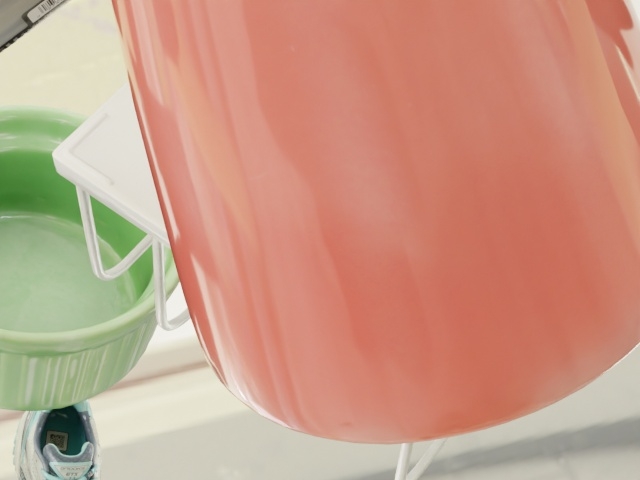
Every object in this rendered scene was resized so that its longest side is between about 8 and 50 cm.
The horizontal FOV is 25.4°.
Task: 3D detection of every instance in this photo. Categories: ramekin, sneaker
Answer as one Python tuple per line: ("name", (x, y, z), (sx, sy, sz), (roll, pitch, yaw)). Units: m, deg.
("ramekin", (-0.289, 0.022, 1.408), (0.303, 0.303, 0.148), (-2, -40, -19))
("sneaker", (-0.286, 0.280, 1.534), (0.110, 0.283, 0.122), (3, -37, -22))

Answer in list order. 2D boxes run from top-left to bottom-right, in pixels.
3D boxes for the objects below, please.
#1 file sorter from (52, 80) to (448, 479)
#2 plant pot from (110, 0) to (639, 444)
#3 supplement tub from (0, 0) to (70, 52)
("file sorter", (0.000, 0.000, 0.931), (0.193, 0.278, 0.173), (-48, -19, -27))
("plant pot", (0.029, -0.084, 0.672), (0.275, 0.275, 0.243), (-19, -52, 5))
("supplement tub", (-0.195, -0.261, 0.949), (0.316, 0.193, 0.193), (-38, -34, -3))
